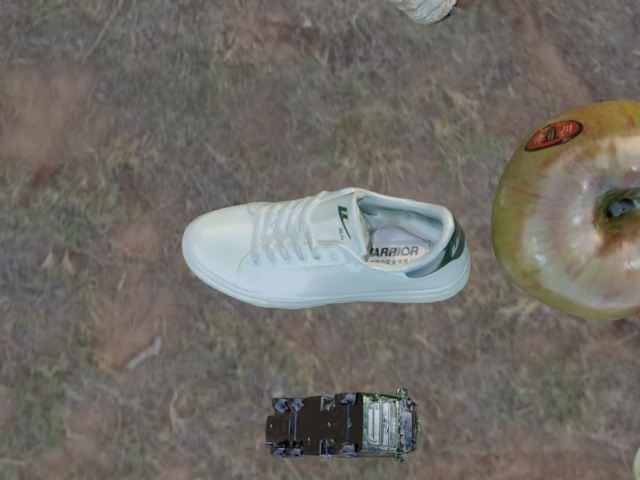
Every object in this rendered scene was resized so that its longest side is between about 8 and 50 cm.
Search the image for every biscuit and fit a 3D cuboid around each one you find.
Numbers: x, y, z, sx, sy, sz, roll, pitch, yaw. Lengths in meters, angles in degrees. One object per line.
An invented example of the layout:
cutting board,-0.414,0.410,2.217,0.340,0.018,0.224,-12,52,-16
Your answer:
biscuit,0.054,-0.285,1.192,0.219,0.055,0.061,32,132,-34

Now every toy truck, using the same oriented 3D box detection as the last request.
toy truck,0.027,0.237,1.502,0.121,0.259,0.088,7,77,-29

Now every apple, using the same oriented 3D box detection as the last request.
apple,0.316,-0.034,1.340,0.260,0.194,0.261,0,93,-2

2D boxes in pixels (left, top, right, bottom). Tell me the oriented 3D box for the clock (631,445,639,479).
clock,0.544,0.315,1.625,0.265,0.324,0.109,-23,108,48

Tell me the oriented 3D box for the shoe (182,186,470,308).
shoe,0.000,0.000,1.430,0.363,0.132,0.160,4,158,7
